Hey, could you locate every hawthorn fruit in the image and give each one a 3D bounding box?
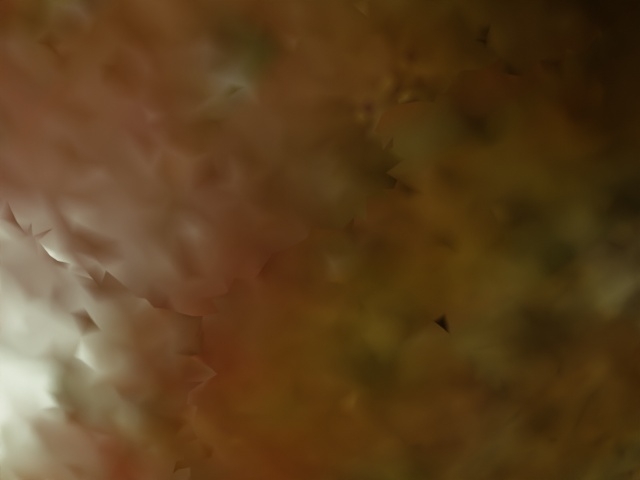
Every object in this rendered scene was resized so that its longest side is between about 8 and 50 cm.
[{"bbox_3d":[-0.008,-0.051,0.523,0.403,0.403,0.403,48,168,14],"label":"hawthorn fruit"}]
